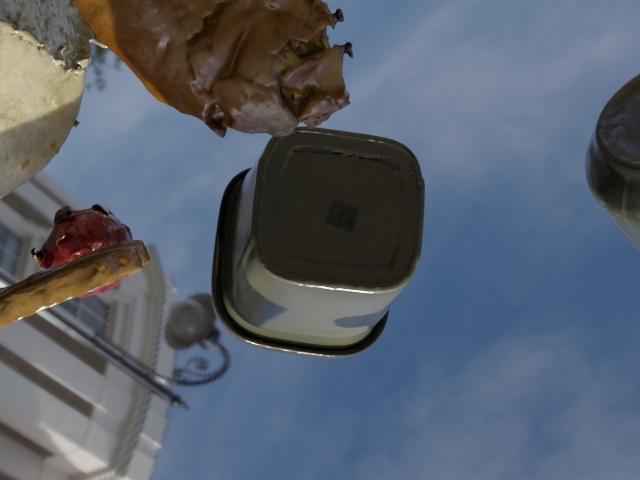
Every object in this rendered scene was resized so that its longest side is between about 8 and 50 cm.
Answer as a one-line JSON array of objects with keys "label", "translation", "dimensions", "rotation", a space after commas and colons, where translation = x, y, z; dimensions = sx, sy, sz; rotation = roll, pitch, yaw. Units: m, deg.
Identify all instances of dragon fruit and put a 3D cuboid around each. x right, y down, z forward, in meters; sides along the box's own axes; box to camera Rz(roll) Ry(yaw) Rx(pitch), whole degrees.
[{"label": "dragon fruit", "translation": [-0.331, 0.015, 1.530], "dimensions": [0.166, 0.136, 0.133], "rotation": [-39, -163, 46]}]

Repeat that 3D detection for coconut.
[{"label": "coconut", "translation": [-0.444, -0.215, 1.151], "dimensions": [0.360, 0.346, 0.346], "rotation": [33, -100, 33]}]

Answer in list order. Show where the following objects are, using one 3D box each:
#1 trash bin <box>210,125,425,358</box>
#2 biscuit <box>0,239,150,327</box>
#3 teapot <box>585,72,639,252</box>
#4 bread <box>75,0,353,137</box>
[{"label": "trash bin", "translation": [0.000, 0.000, 1.172], "dimensions": [0.250, 0.219, 0.220], "rotation": [127, -33, -72]}, {"label": "biscuit", "translation": [-0.251, 0.053, 0.865], "dimensions": [0.236, 0.040, 0.144], "rotation": [-21, 180, -2]}, {"label": "teapot", "translation": [0.456, -0.007, 1.131], "dimensions": [0.253, 0.344, 0.300], "rotation": [-37, -147, -6]}, {"label": "bread", "translation": [-0.089, -0.179, 0.669], "dimensions": [0.147, 0.260, 0.160], "rotation": [-25, -169, -11]}]
